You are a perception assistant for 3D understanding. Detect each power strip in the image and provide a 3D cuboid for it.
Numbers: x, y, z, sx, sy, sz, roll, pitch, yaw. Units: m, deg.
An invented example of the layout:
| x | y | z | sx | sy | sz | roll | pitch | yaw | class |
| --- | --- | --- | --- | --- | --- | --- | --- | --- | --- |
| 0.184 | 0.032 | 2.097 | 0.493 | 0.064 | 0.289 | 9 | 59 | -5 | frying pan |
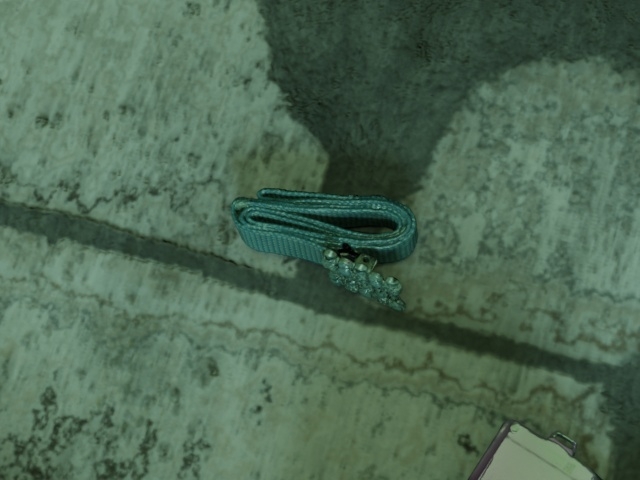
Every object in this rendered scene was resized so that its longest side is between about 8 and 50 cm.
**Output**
| x | y | z | sx | sy | sz | roll | pitch | yaw | class |
| --- | --- | --- | --- | --- | --- | --- | --- | --- | --- |
| 0.141 | 0.289 | 1.174 | 0.109 | 0.037 | 0.279 | 32 | 81 | 17 | power strip |

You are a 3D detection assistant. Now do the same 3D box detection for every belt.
| x | y | z | sx | sy | sz | roll | pitch | yaw | class |
| --- | --- | --- | --- | --- | --- | --- | --- | --- | --- |
| 0.000 | 0.002 | 1.277 | 0.179 | 0.065 | 0.100 | 7 | 66 | 14 | belt |
